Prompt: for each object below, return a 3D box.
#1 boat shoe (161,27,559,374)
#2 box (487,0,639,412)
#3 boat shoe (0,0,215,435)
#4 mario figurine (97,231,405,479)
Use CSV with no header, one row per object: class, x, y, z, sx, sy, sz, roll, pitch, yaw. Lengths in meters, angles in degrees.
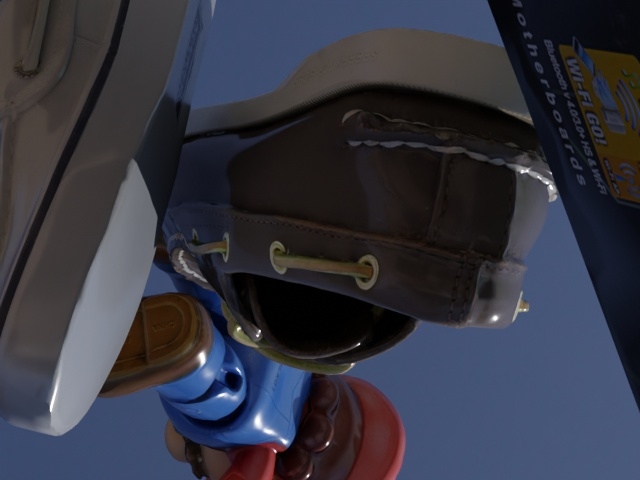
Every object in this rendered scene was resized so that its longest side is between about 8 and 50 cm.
boat shoe,0.000,0.000,0.780,0.117,0.324,0.096,16,-102,-19
box,0.134,-0.044,0.274,0.097,0.395,0.318,-29,-160,-20
boat shoe,-0.097,-0.054,0.726,0.088,0.096,0.267,9,-118,4
mario figurine,-0.073,0.095,1.185,0.198,0.320,0.170,-43,-125,-9
